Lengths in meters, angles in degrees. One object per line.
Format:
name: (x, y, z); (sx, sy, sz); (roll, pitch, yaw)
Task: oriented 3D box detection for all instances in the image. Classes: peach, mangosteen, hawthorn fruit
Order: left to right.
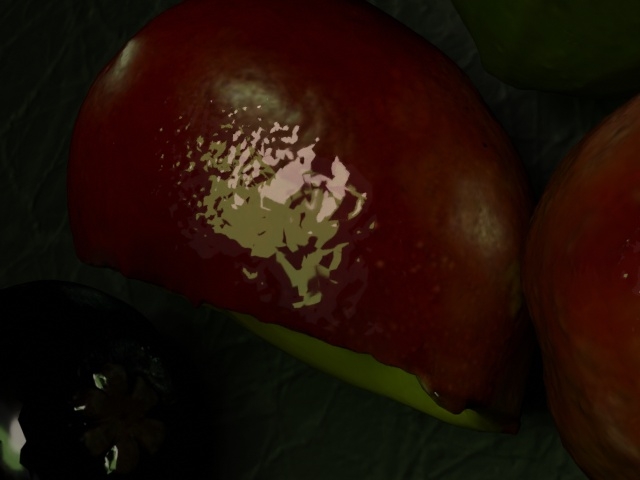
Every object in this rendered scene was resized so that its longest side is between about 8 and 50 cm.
mangosteen: (-0.201, 0.138, 1.256); (0.243, 0.243, 0.243); (-3, 83, 29)
peach: (0.000, 0.000, 1.126); (0.281, 0.281, 0.338); (-38, 74, 21)
hawthorn fruit: (0.238, 0.044, 0.943); (0.287, 0.330, 0.287); (0, 90, 11)

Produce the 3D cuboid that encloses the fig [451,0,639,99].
fig: (0.184, -0.218, 1.035); (0.316, 0.316, 0.316); (-3, 83, 29)
